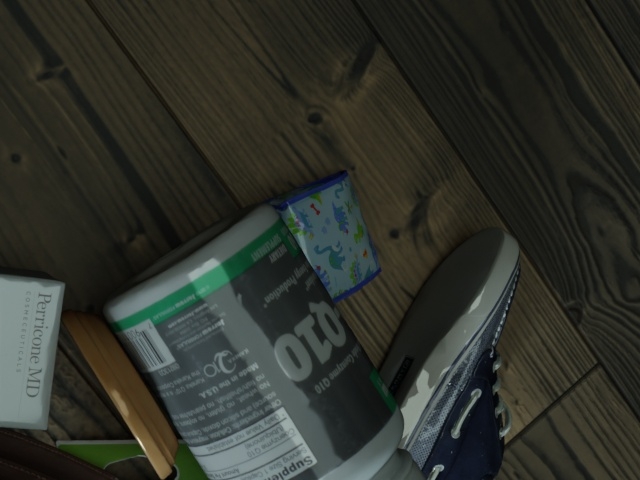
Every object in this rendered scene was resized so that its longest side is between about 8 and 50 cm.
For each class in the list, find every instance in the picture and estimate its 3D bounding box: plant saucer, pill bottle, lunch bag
[{"bbox_3d":[-0.201,0.151,1.346,0.037,0.200,0.200,-33,101,-12],"label":"plant saucer"},{"bbox_3d":[-0.044,0.160,1.337,0.204,0.204,0.361,-34,98,-14],"label":"pill bottle"},{"bbox_3d":[0.000,0.000,1.464,0.151,0.096,0.128,-26,101,-45],"label":"lunch bag"}]

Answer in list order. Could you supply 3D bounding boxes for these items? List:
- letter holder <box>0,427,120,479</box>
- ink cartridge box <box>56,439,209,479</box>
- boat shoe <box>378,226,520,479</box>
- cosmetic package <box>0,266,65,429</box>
[{"bbox_3d":[-0.352,0.264,1.273,0.302,0.152,0.214,19,65,-4],"label":"letter holder"},{"bbox_3d":[-0.196,0.349,1.417,0.189,0.097,0.255,2,67,-18],"label":"ink cartridge box"},{"bbox_3d":[0.165,0.162,1.519,0.158,0.127,0.340,32,90,-23],"label":"boat shoe"},{"bbox_3d":[-0.362,0.099,1.317,0.184,0.151,0.151,7,90,-18],"label":"cosmetic package"}]
